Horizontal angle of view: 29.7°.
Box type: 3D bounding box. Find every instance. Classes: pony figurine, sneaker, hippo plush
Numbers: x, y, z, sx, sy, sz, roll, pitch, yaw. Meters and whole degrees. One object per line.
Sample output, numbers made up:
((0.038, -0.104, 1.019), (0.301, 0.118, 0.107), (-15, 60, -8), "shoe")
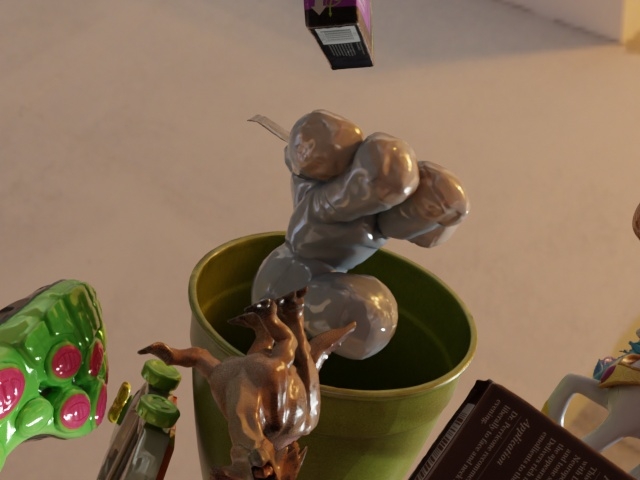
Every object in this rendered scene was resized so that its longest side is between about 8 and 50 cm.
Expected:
((0.451, 0.234, 1.483), (0.351, 0.363, 0.303), (35, -165, -2), "pony figurine")
((-0.370, 0.152, 1.225), (0.202, 0.185, 0.483), (3, -166, 20), "sneaker")
((0.000, 0.000, 1.342), (0.294, 0.234, 0.236), (20, -99, 24), "hippo plush")

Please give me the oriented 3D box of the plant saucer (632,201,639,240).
((0.257, -0.028, 0.849), (0.083, 0.013, 0.083), (-33, -155, 18), "plant saucer")

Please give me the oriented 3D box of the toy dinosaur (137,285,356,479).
((-0.047, 0.164, 1.171), (0.127, 0.200, 0.296), (-24, 176, 27), "toy dinosaur")

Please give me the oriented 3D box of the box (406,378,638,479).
((0.186, 0.252, 1.110), (0.203, 0.167, 0.168), (36, -94, 6), "box")

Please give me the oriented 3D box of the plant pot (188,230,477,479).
((-0.014, 0.231, 1.586), (0.366, 0.353, 0.366), (9, -152, -5), "plant pot")

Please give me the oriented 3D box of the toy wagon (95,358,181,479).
((-0.264, 0.296, 1.654), (0.068, 0.267, 0.344), (25, -166, -12), "toy wagon")

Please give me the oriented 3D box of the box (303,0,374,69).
((0.008, -0.176, 0.610), (0.029, 0.116, 0.162), (-4, -92, 6), "box")
